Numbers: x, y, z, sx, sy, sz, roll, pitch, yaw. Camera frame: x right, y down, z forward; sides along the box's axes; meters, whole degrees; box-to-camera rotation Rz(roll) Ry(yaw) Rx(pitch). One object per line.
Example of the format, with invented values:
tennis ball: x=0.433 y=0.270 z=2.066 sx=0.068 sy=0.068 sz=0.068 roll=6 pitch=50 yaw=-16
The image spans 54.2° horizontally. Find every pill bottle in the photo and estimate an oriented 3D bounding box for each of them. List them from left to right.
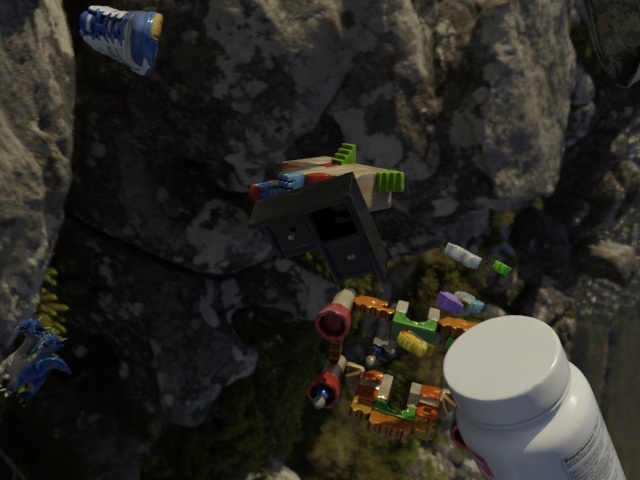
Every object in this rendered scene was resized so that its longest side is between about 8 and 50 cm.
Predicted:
pill bottle: x=0.261 y=0.238 z=0.759 sx=0.160 sy=0.160 sz=0.283 roll=-41 pitch=117 yaw=-24

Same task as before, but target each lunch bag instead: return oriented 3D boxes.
lunch bag: x=0.648 y=-0.465 z=1.198 sx=0.235 sy=0.169 sz=0.287 roll=-36 pitch=121 yaw=-4

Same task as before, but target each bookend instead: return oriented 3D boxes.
bookend: x=0.000 y=0.000 z=0.922 sx=0.072 sy=0.157 sz=0.156 roll=-79 pitch=150 yaw=-55

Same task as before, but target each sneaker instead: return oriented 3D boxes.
sneaker: x=-0.375 y=-0.373 z=1.150 sx=0.131 sy=0.296 sz=0.111 roll=12 pitch=97 yaw=-29

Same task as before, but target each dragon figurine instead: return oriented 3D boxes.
dragon figurine: x=-0.542 y=0.238 z=1.211 sx=0.144 sy=0.085 sz=0.289 roll=-36 pitch=163 yaw=-18

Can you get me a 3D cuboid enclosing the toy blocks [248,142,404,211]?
toy blocks: x=-0.012 y=-0.135 z=1.596 sx=0.261 sy=0.381 sz=0.190 roll=-13 pitch=110 yaw=-33

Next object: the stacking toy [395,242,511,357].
stacking toy: x=0.215 y=0.096 z=0.981 sx=0.221 sy=0.052 sz=0.166 roll=12 pitch=108 yaw=-56

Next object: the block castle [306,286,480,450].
block castle: x=0.202 y=0.322 z=1.532 sx=0.213 sy=0.454 sz=0.302 roll=-56 pitch=157 yaw=-61
